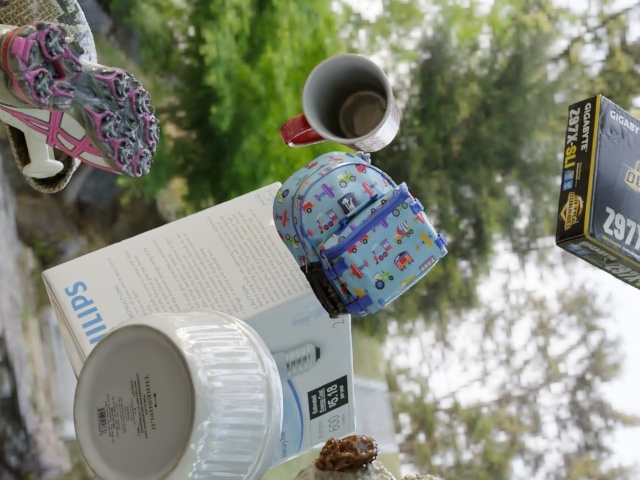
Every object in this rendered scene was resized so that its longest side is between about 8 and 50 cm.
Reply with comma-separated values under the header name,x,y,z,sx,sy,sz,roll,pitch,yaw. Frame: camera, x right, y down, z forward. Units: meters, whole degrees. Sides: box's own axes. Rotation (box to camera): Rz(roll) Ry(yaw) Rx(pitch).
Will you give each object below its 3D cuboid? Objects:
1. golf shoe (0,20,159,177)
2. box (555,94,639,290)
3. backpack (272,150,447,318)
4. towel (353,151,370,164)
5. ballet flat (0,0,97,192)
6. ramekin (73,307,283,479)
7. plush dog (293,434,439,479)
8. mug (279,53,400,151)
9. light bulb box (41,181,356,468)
name,x,y,z,sx,sy,sz,roll,pitch,yaw
golf shoe,-0.183,-0.100,0.895,0.186,0.086,0.067,42,58,-56
box,0.531,-0.058,2.101,0.079,0.322,0.257,-16,-124,50
backpack,0.039,-0.017,1.439,0.173,0.158,0.117,57,-17,-6
towel,0.000,0.000,2.127,0.209,0.034,0.285,-27,-136,62
ballet flat,-0.408,-0.207,1.847,0.483,0.164,0.182,102,-11,-65
ramekin,-0.149,0.167,1.254,0.109,0.207,0.207,11,63,-54
plush dog,0.069,0.307,1.332,0.262,0.225,0.210,-68,169,24
mug,0.031,-0.172,1.644,0.169,0.150,0.113,14,79,-78
light bulb box,-0.161,0.164,1.805,0.225,0.361,0.358,55,-20,40
